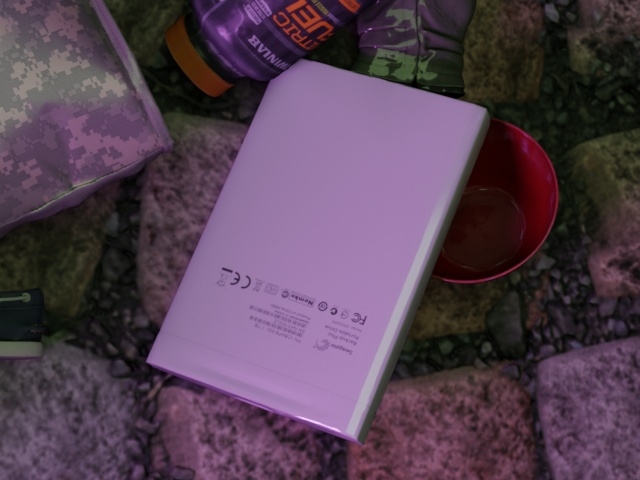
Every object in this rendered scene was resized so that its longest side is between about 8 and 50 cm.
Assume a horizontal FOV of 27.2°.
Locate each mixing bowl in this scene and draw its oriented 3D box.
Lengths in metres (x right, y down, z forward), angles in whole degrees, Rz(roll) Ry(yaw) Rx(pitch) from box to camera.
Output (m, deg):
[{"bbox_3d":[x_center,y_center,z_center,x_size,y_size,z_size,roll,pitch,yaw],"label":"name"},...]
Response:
[{"bbox_3d":[0.160,-0.028,1.373,0.182,0.098,0.181,-5,70,14],"label":"mixing bowl"}]

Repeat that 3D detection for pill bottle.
[{"bbox_3d":[-0.039,-0.248,1.330,0.246,0.130,0.130,-35,89,17],"label":"pill bottle"}]

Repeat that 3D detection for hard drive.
[{"bbox_3d":[0.000,0.000,1.326,0.233,0.047,0.353,18,76,20],"label":"hard drive"}]

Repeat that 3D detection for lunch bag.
[{"bbox_3d":[-0.302,-0.151,1.271,0.235,0.169,0.287,-26,82,-14],"label":"lunch bag"}]

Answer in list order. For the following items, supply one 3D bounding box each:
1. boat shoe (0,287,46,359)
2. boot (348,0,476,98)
[{"bbox_3d":[-0.379,0.068,1.234,0.255,0.095,0.079,5,78,-26],"label":"boat shoe"},{"bbox_3d":[0.052,-0.242,1.415,0.247,0.083,0.161,14,83,-9],"label":"boot"}]
